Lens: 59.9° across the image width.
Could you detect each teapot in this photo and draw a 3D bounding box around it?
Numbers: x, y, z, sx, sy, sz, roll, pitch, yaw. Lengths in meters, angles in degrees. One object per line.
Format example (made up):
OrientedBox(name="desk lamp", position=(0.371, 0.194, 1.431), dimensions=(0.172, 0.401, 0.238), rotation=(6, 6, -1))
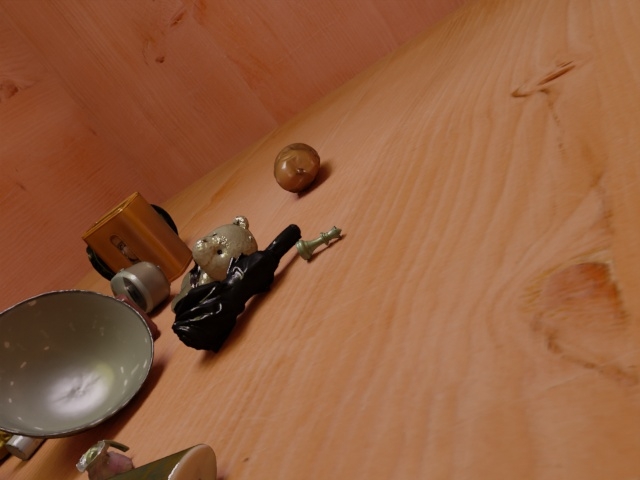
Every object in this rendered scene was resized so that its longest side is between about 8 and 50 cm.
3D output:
OrientedBox(name="teapot", position=(-0.322, 0.334, 0.837), dimensions=(0.064, 0.064, 0.083), rotation=(-30, 19, 20))

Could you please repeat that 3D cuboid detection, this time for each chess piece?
OrientedBox(name="chess piece", position=(0.000, 0.000, 1.086), dimensions=(0.093, 0.042, 0.042), rotation=(-30, 19, 10))

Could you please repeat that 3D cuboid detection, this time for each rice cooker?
OrientedBox(name="rice cooker", position=(-0.502, 0.134, 1.555), dimensions=(0.127, 0.145, 0.206), rotation=(-34, 10, -30))

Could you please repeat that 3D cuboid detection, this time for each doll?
OrientedBox(name="doll", position=(-0.266, 0.067, 1.293), dimensions=(0.278, 0.149, 0.175), rotation=(-42, 53, 29))

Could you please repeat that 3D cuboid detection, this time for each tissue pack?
OrientedBox(name="tissue pack", position=(-0.565, 0.021, 1.737), dimensions=(0.194, 0.274, 0.145), rotation=(-34, 20, 14))

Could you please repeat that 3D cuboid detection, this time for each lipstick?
OrientedBox(name="lipstick", position=(-0.606, 0.379, 1.283), dimensions=(0.059, 0.059, 0.264), rotation=(-24, 22, 37))

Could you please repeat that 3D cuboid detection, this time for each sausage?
OrientedBox(name="sausage", position=(-0.068, -0.211, 1.602), dimensions=(0.136, 0.120, 0.241), rotation=(-46, 16, 14))

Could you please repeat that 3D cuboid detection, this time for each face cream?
OrientedBox(name="face cream", position=(-0.256, 0.344, 0.681), dimensions=(0.285, 0.067, 0.139), rotation=(-28, 19, 27))

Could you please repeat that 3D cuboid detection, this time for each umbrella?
OrientedBox(name="umbrella", position=(-0.148, 0.078, 1.086), dimensions=(0.340, 0.118, 0.118), rotation=(-45, 19, -33))

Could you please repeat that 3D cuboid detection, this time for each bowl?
OrientedBox(name="bowl", position=(-0.505, 0.271, 1.109), dimensions=(0.337, 0.337, 0.157), rotation=(-58, -14, -47))

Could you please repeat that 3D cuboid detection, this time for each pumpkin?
OrientedBox(name="pumpkin", position=(-0.665, 0.009, 1.980), dimensions=(0.323, 0.241, 0.323), rotation=(-34, 3, 2))

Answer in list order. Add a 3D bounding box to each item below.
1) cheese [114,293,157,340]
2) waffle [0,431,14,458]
OrientedBox(name="cheese", position=(-0.505, 0.227, 1.375), dimensions=(0.203, 0.128, 0.177), rotation=(-43, 16, -2))
OrientedBox(name="waffle", position=(-0.774, 0.462, 1.397), dimensions=(0.283, 0.065, 0.309), rotation=(-37, 21, 9))
